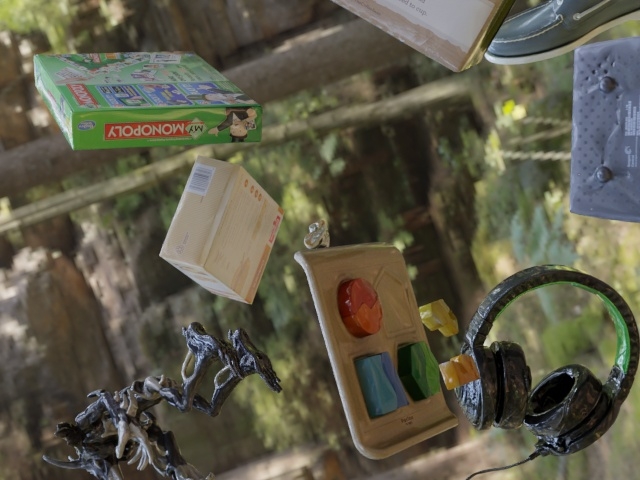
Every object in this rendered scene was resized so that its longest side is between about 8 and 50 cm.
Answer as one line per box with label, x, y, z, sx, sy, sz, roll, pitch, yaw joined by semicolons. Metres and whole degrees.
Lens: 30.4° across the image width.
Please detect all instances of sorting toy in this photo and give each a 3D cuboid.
sorting toy;0.095;0.105;1.317;0.307;0.041;0.229;-6;-106;-59

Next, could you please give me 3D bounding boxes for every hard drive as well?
hard drive;0.347;-0.097;1.033;0.054;0.254;0.172;-2;-86;-54

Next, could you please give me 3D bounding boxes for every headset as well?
headset;0.301;0.232;1.645;0.185;0.243;0.394;-118;49;-77

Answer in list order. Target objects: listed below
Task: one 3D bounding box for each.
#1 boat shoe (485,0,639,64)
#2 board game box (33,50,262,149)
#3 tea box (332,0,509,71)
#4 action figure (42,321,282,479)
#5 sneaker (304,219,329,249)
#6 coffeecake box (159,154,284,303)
boat shoe;0.373;-0.346;1.664;0.116;0.319;0.099;-90;-24;-53
board game box;-0.217;-0.175;1.419;0.317;0.213;0.046;-135;43;-62
tea box;0.090;-0.375;1.381;0.329;0.220;0.323;31;-165;6
action figure;-0.185;0.212;1.329;0.164;0.275;0.141;29;-153;-55
sneaker;0.000;0.000;1.676;0.083;0.031;0.037;-64;-47;-67
coffeecake box;-0.126;-0.010;1.567;0.185;0.068;0.142;48;-121;-66
